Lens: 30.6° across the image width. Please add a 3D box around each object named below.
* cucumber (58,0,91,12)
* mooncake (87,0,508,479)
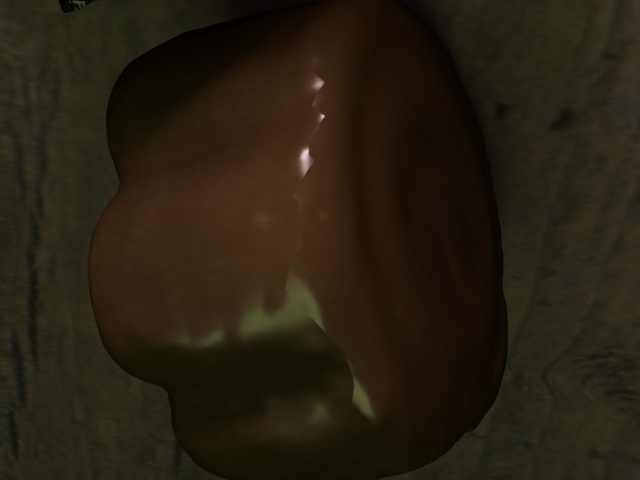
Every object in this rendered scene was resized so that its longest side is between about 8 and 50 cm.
[{"bbox_3d":[-0.283,-0.327,1.149,0.052,0.058,0.215,23,149,49],"label":"cucumber"},{"bbox_3d":[0.000,0.000,1.118,0.262,0.467,0.467,-13,130,28],"label":"mooncake"}]
